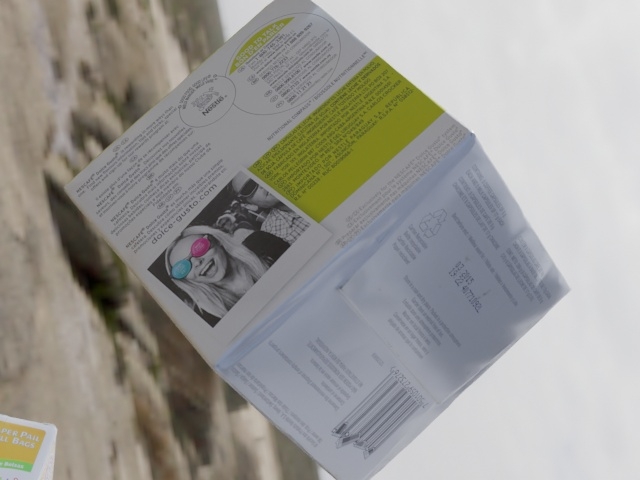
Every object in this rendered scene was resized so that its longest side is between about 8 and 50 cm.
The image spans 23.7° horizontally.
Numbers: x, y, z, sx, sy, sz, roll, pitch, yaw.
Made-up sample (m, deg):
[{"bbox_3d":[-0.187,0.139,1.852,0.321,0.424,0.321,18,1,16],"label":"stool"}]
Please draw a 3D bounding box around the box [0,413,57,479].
[{"bbox_3d":[-0.278,0.232,1.141,0.203,0.114,0.103,-76,178,-49],"label":"box"}]

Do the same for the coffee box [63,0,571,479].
[{"bbox_3d":[0.000,0.000,1.646,0.334,0.338,0.337,44,-4,40],"label":"coffee box"}]
